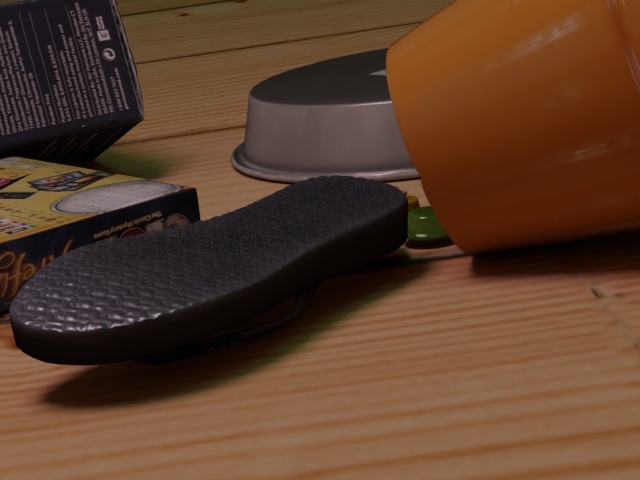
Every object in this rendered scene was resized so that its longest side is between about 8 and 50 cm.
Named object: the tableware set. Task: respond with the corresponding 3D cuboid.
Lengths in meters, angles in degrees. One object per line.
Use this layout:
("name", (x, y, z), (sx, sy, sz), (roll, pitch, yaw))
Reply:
("tableware set", (0.000, 0.000, 1.031), (0.154, 0.024, 0.104), (-14, 18, -25))

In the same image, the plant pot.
("plant pot", (0.146, -0.083, 0.960), (0.188, 0.205, 0.205), (-20, 11, 17))

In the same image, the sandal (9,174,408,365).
("sandal", (-0.044, 0.025, 0.907), (0.097, 0.054, 0.254), (20, 28, 40))

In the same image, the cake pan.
("cake pan", (0.073, -0.105, 1.327), (0.293, 0.054, 0.293), (-8, 14, 2))

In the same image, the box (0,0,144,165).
("box", (-0.259, -0.104, 1.320), (0.207, 0.108, 0.153), (-14, -4, -25))

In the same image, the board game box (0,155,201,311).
("board game box", (-0.211, -0.007, 1.128), (0.165, 0.042, 0.243), (-18, 17, -34))
